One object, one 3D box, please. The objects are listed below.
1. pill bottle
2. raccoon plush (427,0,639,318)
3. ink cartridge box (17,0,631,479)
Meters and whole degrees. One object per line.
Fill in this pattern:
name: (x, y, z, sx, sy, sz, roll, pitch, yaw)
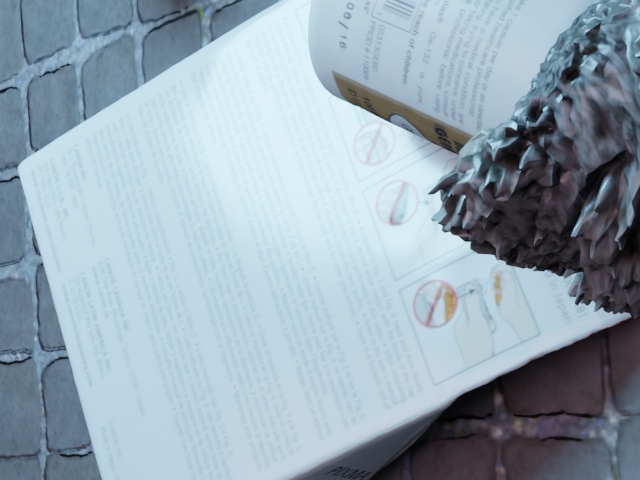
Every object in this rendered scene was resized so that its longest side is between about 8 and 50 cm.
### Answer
pill bottle: (0.117, -0.099, 0.803, 0.229, 0.131, 0.131, 28, 109, 29)
raccoon plush: (0.250, 0.061, 0.554, 0.216, 0.299, 0.446, -53, 55, 30)
ink cartridge box: (0.000, 0.000, 0.964, 0.385, 0.091, 0.308, -28, 65, 19)
